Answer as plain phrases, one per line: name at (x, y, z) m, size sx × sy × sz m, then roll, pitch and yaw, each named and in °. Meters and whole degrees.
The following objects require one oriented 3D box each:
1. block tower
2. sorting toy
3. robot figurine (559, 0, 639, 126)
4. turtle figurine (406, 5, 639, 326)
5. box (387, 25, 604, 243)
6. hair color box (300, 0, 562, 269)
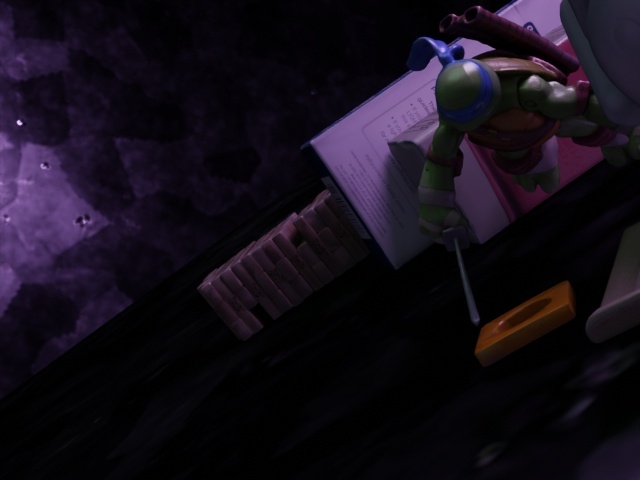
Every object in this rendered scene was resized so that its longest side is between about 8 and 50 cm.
block tower at (0.000, 0.000, 1.511) m, size 0.335 × 0.097 × 0.091 m, roll -37°, pitch 8°, yaw 19°
sorting toy at (0.244, -0.005, 0.668) m, size 0.348 × 0.047 × 0.196 m, roll -30°, pitch 4°, yaw 28°
robot figurine at (0.248, -0.216, 0.786) m, size 0.200 × 0.353 × 0.300 m, roll 2°, pitch -39°, yaw -17°
turtle figurine at (0.190, -0.051, 1.010) m, size 0.197 × 0.275 × 0.266 m, roll -55°, pitch -22°, yaw 21°
box at (0.207, -0.113, 1.243) m, size 0.232 × 0.126 × 0.148 m, roll -35°, pitch 7°, yaw -3°
hair color box at (0.169, -0.134, 1.369) m, size 0.347 × 0.173 × 0.105 m, roll -34°, pitch 5°, yaw -5°
